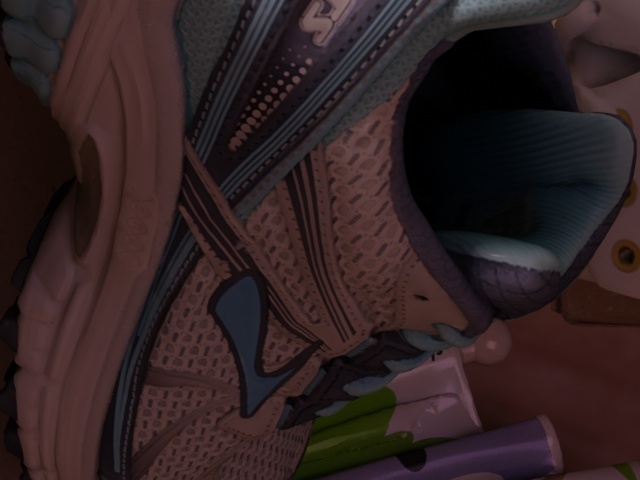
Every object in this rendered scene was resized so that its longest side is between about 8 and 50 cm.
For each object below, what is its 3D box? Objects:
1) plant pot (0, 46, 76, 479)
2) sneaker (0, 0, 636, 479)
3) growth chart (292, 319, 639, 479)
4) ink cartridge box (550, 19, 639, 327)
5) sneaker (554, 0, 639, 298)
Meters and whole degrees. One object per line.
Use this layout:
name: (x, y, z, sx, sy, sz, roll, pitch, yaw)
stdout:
plant pot: (-0.170, -0.013, 0.377, 0.191, 0.284, 0.284, 20, 90, 10)
sneaker: (0.000, 0.000, 0.413, 0.122, 0.283, 0.110, 21, 57, 11)
growth chart: (0.052, 0.134, 0.531, 0.172, 0.021, 0.237, -24, 70, -19)
ink cartridge box: (0.164, -0.091, 0.497, 0.088, 0.193, 0.235, -35, 126, -59)
sneaker: (0.060, -0.073, 0.440, 0.292, 0.108, 0.169, 24, 112, 15)
